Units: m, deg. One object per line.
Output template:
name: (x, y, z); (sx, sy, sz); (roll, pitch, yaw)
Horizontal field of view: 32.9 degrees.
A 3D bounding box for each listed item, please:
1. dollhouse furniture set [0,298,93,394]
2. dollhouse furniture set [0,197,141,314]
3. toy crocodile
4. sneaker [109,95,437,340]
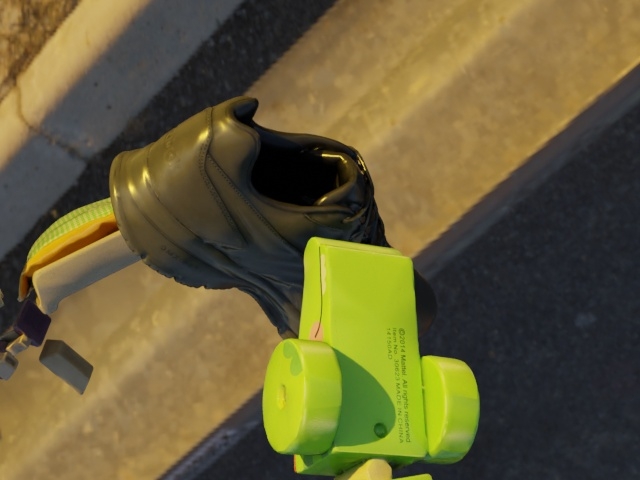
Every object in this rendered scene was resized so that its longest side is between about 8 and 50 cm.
dollhouse furniture set: (-0.305, 0.141, 1.130); (0.081, 0.091, 0.114); (-27, 123, 27)
dollhouse furniture set: (-0.299, -0.015, 1.035); (0.301, 0.197, 0.151); (-27, 108, -10)
toy crocodile: (0.028, 0.159, 0.621); (0.115, 0.340, 0.105); (4, 156, -25)
sneaker: (0.000, 0.000, 0.739); (0.130, 0.109, 0.286); (-33, 139, 29)
